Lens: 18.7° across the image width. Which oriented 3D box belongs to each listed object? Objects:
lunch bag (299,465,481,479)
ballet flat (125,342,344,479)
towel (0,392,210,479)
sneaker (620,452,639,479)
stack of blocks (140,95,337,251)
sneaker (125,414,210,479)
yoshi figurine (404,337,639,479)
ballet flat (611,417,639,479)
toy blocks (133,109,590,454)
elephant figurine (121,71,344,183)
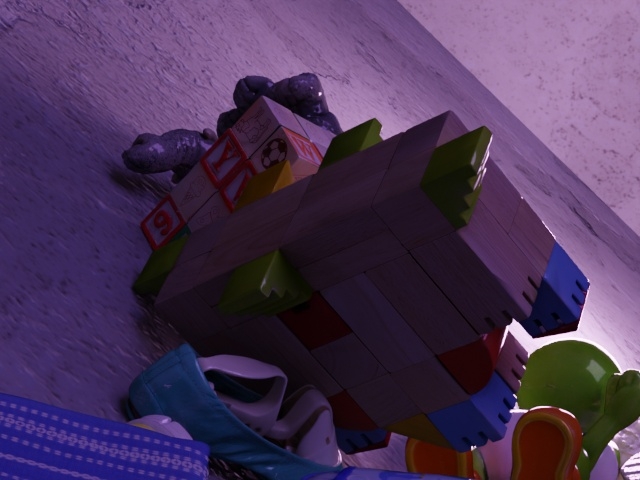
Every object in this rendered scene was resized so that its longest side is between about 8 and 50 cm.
[{"bbox_3d":[0.042,0.229,1.401,0.176,0.090,0.219,2,9,16],"label":"lunch bag"},{"bbox_3d":[-0.041,0.145,1.526,0.247,0.087,0.083,29,22,-42],"label":"ballet flat"},{"bbox_3d":[-0.188,0.164,1.049,0.243,0.040,0.336,16,24,-5],"label":"towel"},{"bbox_3d":[0.371,0.314,1.956,0.321,0.124,0.180,-31,107,-60],"label":"sneaker"},{"bbox_3d":[0.000,0.000,1.822,0.297,0.171,0.087,26,24,-47],"label":"stack of blocks"},{"bbox_3d":[-0.097,0.204,1.293,0.208,0.081,0.094,46,23,30],"label":"sneaker"},{"bbox_3d":[0.208,0.177,1.861,0.203,0.203,0.362,42,13,17],"label":"yoshi figurine"},{"bbox_3d":[0.436,0.360,2.101,0.409,0.147,0.147,46,16,19],"label":"ballet flat"},{"bbox_3d":[0.060,0.066,1.582,0.261,0.381,0.191,48,40,-22],"label":"toy blocks"},{"bbox_3d":[-0.063,-0.056,1.900,0.239,0.186,0.169,-59,146,-62],"label":"elephant figurine"}]
